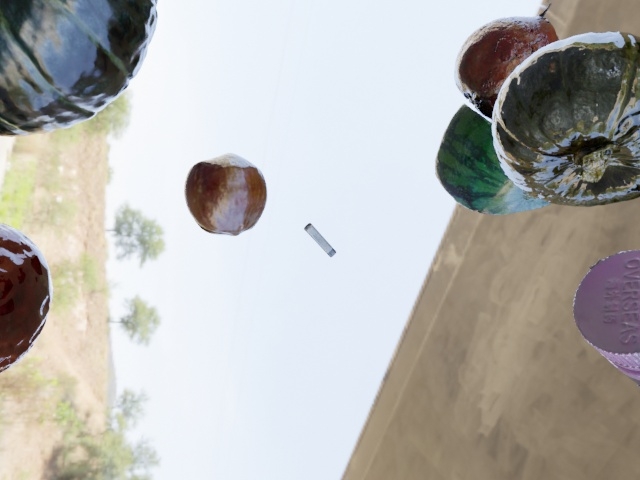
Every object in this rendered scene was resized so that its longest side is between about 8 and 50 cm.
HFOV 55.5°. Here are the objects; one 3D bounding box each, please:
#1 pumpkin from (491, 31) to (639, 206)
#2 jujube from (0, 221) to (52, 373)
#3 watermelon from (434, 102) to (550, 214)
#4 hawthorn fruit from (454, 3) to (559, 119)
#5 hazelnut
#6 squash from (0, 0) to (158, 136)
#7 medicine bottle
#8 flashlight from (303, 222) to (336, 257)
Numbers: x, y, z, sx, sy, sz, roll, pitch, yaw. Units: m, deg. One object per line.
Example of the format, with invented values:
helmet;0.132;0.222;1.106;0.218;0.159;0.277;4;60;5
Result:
pumpkin;0.305;-0.128;0.695;0.224;0.223;0.157;-48;-157;54
jujube;-0.422;0.081;0.687;0.255;0.189;0.190;-50;156;-68
watermelon;0.301;-0.123;1.119;0.146;0.128;0.231;-47;-118;13
hawthorn fruit;0.354;-0.337;1.106;0.235;0.181;0.181;-54;-151;7
hazelnut;-0.158;-0.076;1.046;0.143;0.154;0.143;1;-89;31
squash;-0.272;-0.220;0.549;0.165;0.252;0.252;79;10;-74
medicine bottle;0.544;0.151;0.953;0.178;0.290;0.178;-32;-139;33
flashlight;0.000;0.000;1.170;0.018;0.083;0.018;-42;-149;1
